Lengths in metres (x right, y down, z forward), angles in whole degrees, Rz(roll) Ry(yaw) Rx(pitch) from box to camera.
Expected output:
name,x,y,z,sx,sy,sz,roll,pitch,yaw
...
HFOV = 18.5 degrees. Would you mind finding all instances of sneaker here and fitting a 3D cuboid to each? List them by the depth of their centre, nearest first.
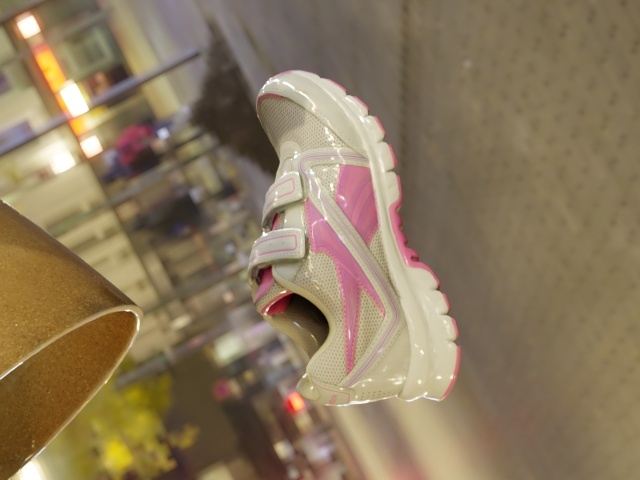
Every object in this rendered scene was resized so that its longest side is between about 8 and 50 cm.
name,x,y,z,sx,sy,sz,roll,pitch,yaw
sneaker,0.000,0.000,1.316,0.103,0.111,0.252,113,138,-62

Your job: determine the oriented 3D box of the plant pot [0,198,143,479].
name,x,y,z,sx,sy,sz,roll,pitch,yaw
plant pot,-0.281,0.034,1.194,0.254,0.237,0.237,45,172,10
